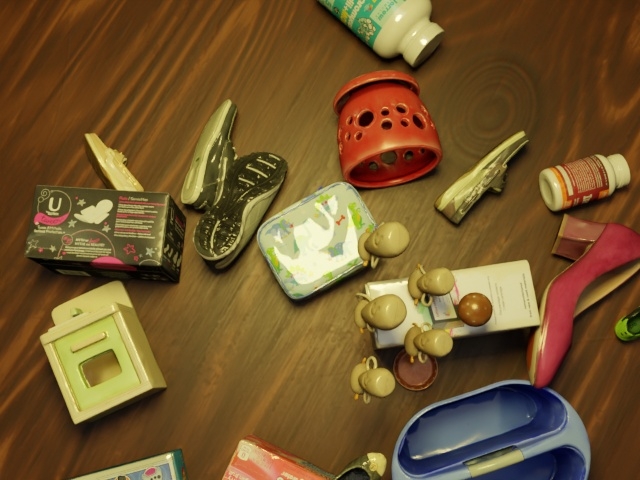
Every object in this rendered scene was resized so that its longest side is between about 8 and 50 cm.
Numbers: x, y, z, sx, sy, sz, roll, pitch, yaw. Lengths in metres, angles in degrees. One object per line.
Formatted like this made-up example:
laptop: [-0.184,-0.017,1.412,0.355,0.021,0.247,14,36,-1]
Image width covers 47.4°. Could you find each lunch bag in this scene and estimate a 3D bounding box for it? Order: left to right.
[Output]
lunch bag: [0.000,0.000,1.389,0.219,0.090,0.176,-30,81,-4]

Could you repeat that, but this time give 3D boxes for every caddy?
caddy: [0.289,0.380,1.266,0.341,0.179,0.241,-18,79,-2]

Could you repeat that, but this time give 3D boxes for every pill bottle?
pill bottle: [0.118,-0.463,1.442,0.264,0.146,0.146,43,84,9]
pill bottle: [0.506,-0.115,1.397,0.152,0.086,0.086,-16,80,-1]

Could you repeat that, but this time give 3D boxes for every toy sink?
toy sink: [-0.409,0.197,1.343,0.153,0.131,0.234,-24,79,-3]

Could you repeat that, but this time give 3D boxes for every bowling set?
bowling set: [0.152,0.122,1.150,0.200,0.154,0.286,12,80,-15]

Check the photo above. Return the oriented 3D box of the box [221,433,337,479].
box: [-0.031,0.475,1.275,0.300,0.142,0.154,24,80,5]

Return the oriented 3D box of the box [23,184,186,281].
box: [-0.393,-0.011,1.365,0.247,0.163,0.142,4,76,2]

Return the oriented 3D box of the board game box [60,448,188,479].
board game box: [-0.369,0.562,1.298,0.308,0.086,0.301,-14,80,-1]

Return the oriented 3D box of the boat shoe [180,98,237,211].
boat shoe: [-0.205,-0.167,1.444,0.079,0.084,0.233,23,72,-29]

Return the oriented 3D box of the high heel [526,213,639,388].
high heel: [0.484,0.113,1.292,0.181,0.127,0.377,18,61,13]

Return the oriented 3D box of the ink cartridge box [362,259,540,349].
ink cartridge box: [0.222,0.121,1.303,0.278,0.201,0.117,-8,81,1]

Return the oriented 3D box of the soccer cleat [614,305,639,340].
soccer cleat: [0.629,0.128,1.356,0.179,0.072,0.060,-35,81,-5]

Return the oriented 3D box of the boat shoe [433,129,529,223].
boat shoe: [0.322,-0.120,1.412,0.223,0.080,0.073,-41,87,0]

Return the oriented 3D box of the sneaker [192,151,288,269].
sneaker: [-0.153,-0.062,1.407,0.100,0.108,0.271,26,65,13]

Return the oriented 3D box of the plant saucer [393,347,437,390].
plant saucer: [0.179,0.241,1.378,0.084,0.013,0.083,0,79,1]

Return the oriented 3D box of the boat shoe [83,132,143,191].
boat shoe: [-0.410,-0.147,1.448,0.059,0.063,0.170,-29,79,-27]

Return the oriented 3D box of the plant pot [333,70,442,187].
plant pot: [0.121,-0.211,1.380,0.191,0.191,0.174,-9,71,0]

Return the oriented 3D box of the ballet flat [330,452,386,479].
ballet flat: [0.038,0.409,1.189,0.173,0.049,0.057,-36,80,-8]
